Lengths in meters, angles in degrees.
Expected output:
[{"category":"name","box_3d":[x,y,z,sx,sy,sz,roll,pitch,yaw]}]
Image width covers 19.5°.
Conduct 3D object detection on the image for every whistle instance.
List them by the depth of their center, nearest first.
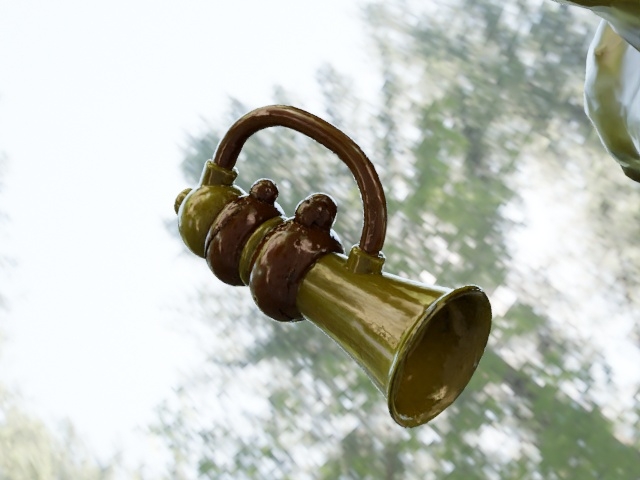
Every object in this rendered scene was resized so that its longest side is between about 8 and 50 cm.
[{"category":"whistle","box_3d":[-0.002,0.003,0.553,0.046,0.109,0.057,-36,-32,-32]}]

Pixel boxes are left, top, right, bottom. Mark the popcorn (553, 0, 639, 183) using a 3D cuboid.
[{"category":"popcorn","box_3d":[0.216,-0.135,0.591,0.321,0.290,0.325,-28,-24,-13]}]
